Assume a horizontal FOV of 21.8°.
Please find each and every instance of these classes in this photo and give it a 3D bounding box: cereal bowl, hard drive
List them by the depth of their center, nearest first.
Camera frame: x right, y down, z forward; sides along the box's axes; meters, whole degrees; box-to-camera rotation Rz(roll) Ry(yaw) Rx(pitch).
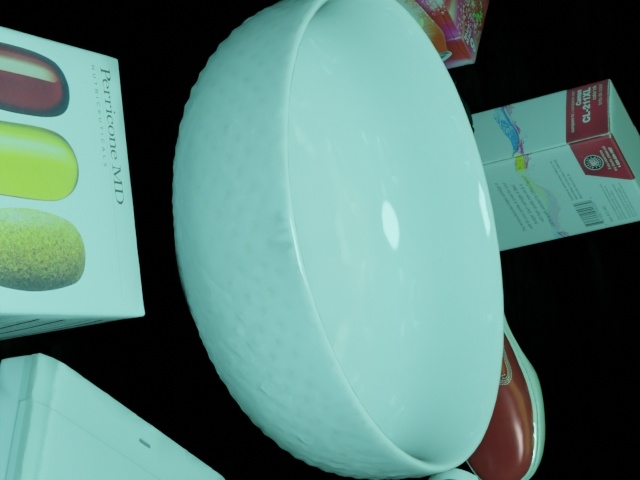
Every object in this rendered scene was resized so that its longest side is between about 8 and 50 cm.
[{"bbox_3d":[-0.128,0.242,0.901,0.203,0.040,0.307,45,41,-49],"label":"hard drive"},{"bbox_3d":[0.000,0.000,1.135,0.339,0.141,0.339,33,52,-57],"label":"cereal bowl"}]

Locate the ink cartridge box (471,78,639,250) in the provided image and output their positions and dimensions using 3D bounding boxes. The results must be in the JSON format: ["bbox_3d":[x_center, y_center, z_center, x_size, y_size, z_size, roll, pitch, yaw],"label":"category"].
[{"bbox_3d":[0.204,-0.065,1.535,0.127,0.175,0.072,52,34,-44],"label":"ink cartridge box"}]

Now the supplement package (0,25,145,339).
[{"bbox_3d":[-0.203,-0.024,0.740,0.244,0.134,0.139,5,76,-63],"label":"supplement package"}]

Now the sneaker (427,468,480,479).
[{"bbox_3d":[0.064,0.265,1.161,0.095,0.090,0.235,-56,162,-50],"label":"sneaker"}]

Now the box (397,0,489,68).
[{"bbox_3d":[0.069,-0.255,1.385,0.122,0.128,0.257,59,32,-36],"label":"box"}]

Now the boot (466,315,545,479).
[{"bbox_3d":[0.104,0.092,1.379,0.176,0.088,0.244,4,69,-63],"label":"boot"}]

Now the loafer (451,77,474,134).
[{"bbox_3d":[0.072,-0.109,1.406,0.223,0.076,0.078,-13,87,-69],"label":"loafer"}]
